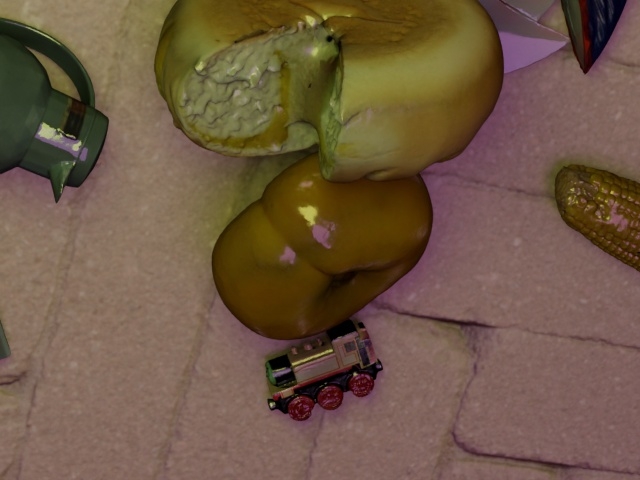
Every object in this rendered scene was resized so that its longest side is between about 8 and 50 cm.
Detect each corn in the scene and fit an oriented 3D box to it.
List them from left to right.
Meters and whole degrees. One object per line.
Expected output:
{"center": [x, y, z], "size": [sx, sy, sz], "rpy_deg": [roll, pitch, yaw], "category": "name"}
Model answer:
{"center": [0.375, -0.011, 1.811], "size": [0.262, 0.097, 0.097], "rpy_deg": [27, 104, -23], "category": "corn"}

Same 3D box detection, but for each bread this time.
{"center": [0.011, -0.164, 1.535], "size": [0.333, 0.333, 0.160], "rpy_deg": [-6, 129, -13], "category": "bread"}

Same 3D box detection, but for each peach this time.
{"center": [0.000, 0.000, 1.645], "size": [0.251, 0.153, 0.251], "rpy_deg": [-28, 153, -15], "category": "peach"}

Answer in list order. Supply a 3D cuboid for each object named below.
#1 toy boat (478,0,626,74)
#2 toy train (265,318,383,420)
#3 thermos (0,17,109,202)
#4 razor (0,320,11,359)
{"center": [0.197, -0.233, 1.681], "size": [0.219, 0.072, 0.318], "rpy_deg": [39, 102, -23], "category": "toy boat"}
{"center": [0.000, 0.147, 1.802], "size": [0.138, 0.050, 0.087], "rpy_deg": [-20, 112, -5], "category": "toy train"}
{"center": [-0.341, -0.150, 1.516], "size": [0.286, 0.182, 0.145], "rpy_deg": [23, 139, -16], "category": "thermos"}
{"center": [-0.371, 0.006, 1.631], "size": [0.111, 0.056, 0.278], "rpy_deg": [-18, 117, -9], "category": "razor"}
